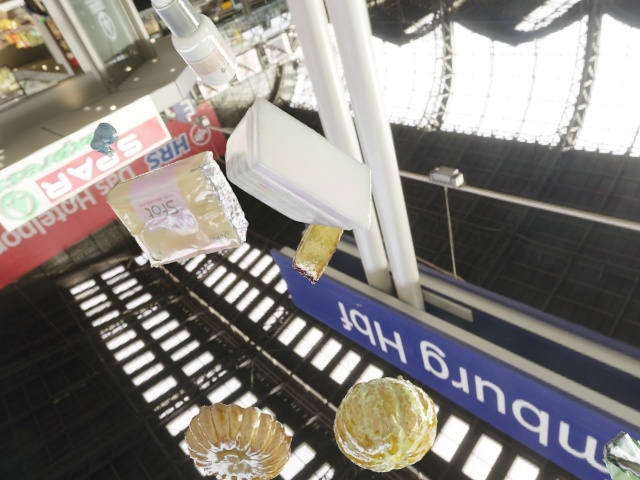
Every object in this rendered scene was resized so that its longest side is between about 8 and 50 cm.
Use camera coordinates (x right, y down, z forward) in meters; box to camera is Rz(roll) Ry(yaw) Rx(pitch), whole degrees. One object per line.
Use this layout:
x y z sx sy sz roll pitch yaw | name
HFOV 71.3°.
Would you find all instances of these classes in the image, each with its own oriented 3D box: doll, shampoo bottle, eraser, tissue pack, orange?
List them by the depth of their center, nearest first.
-0.204 -0.330 0.706 0.074 0.192 0.074 -8 -115 18 | shampoo bottle
-0.061 -0.108 0.740 0.082 0.213 0.397 -61 -164 -4 | eraser
-0.314 -0.066 1.014 0.257 0.215 0.123 -15 -150 18 | tissue pack
-0.558 -0.262 1.158 0.076 0.083 0.050 32 -171 5 | doll
0.207 0.581 1.423 0.329 0.329 0.249 -15 -132 6 | orange

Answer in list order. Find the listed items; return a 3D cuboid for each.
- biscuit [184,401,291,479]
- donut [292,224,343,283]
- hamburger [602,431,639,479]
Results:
-0.252 0.622 1.335 0.326 0.325 0.107 -9 -153 14 | biscuit
0.000 0.000 0.974 0.073 0.166 0.184 28 -120 -6 | donut
0.444 0.418 0.619 0.150 0.260 0.276 -32 -131 26 | hamburger
